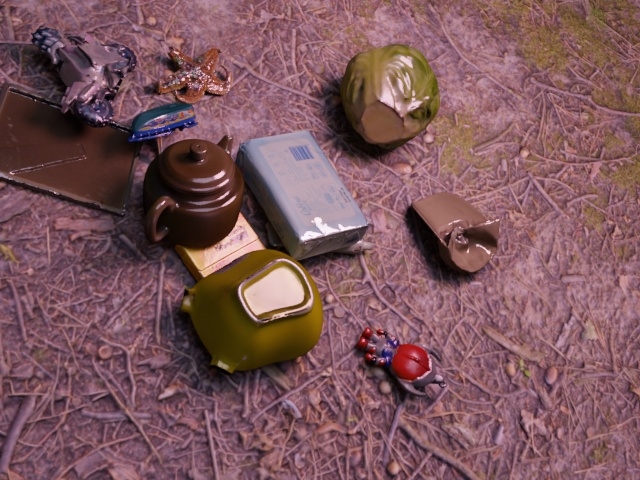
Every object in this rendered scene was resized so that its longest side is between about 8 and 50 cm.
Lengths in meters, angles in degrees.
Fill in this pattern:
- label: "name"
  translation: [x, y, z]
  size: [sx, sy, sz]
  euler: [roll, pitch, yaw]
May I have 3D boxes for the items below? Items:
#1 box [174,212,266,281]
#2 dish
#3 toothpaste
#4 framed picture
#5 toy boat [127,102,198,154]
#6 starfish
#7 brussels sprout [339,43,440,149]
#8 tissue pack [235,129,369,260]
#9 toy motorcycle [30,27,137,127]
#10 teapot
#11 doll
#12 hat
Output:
- label: "box"
  translation: [-0.141, 0.085, 1.777]
  size: [0.152, 0.043, 0.269]
  euler: [-30, 80, -36]
- label: "dish"
  translation: [-0.103, 0.112, 1.690]
  size: [0.262, 0.108, 0.221]
  euler: [-21, 75, -33]
- label: "toothpaste"
  translation: [0.000, 0.000, 1.905]
  size: [0.234, 0.038, 0.060]
  euler: [7, 50, -23]
- label: "framed picture"
  translation: [-0.480, -0.170, 1.756]
  size: [0.281, 0.019, 0.208]
  euler: [19, 57, -18]
- label: "toy boat"
  translation: [-0.310, -0.201, 1.824]
  size: [0.175, 0.091, 0.110]
  euler: [-29, 120, -52]
- label: "starfish"
  translation: [-0.262, -0.347, 1.964]
  size: [0.150, 0.053, 0.209]
  euler: [43, 47, -16]
- label: "brussels sprout"
  translation: [0.154, -0.317, 2.066]
  size: [0.244, 0.244, 0.244]
  euler: [13, 58, -22]
- label: "tissue pack"
  translation: [-0.040, -0.093, 1.884]
  size: [0.177, 0.089, 0.263]
  euler: [-15, 61, -32]
- label: "toy motorcycle"
  translation: [-0.471, -0.329, 1.801]
  size: [0.204, 0.108, 0.239]
  euler: [26, 28, -17]
- label: "teapot"
  translation: [-0.238, -0.101, 1.720]
  size: [0.186, 0.175, 0.267]
  euler: [26, 47, 13]
- label: "doll"
  translation: [0.163, 0.238, 1.845]
  size: [0.195, 0.062, 0.104]
  euler: [29, 36, -1]
- label: "hat"
  translation: [0.281, -0.015, 2.056]
  size: [0.166, 0.144, 0.173]
  euler: [-21, 31, -33]
